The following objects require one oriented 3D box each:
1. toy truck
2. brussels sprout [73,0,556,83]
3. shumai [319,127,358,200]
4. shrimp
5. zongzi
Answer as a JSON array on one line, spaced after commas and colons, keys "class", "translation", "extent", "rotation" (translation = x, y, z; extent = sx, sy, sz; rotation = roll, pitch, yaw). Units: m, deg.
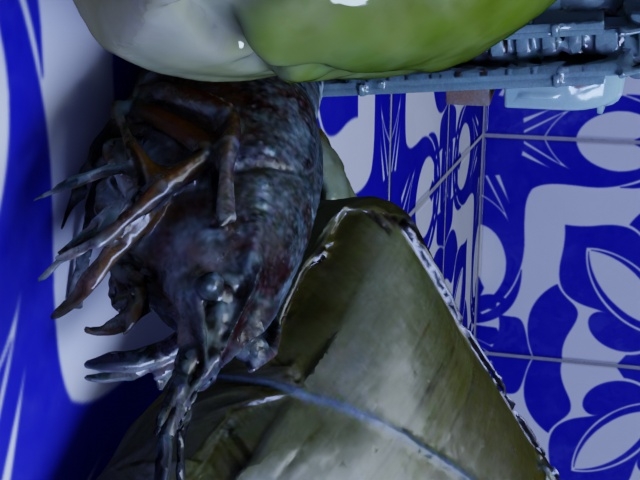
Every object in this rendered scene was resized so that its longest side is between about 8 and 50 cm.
[{"class": "toy truck", "translation": [0.112, -0.166, 0.860], "extent": [0.184, 0.338, 0.133], "rotation": [-64, 154, -54]}, {"class": "brussels sprout", "translation": [0.006, -0.220, 0.551], "extent": [0.354, 0.281, 0.289], "rotation": [-39, 119, -38]}, {"class": "shumai", "translation": [0.000, -0.006, 0.871], "extent": [0.184, 0.142, 0.184], "rotation": [7, 90, -77]}, {"class": "shrimp", "translation": [-0.069, 0.002, 0.619], "extent": [0.172, 0.137, 0.372], "rotation": [85, 16, -45]}, {"class": "zongzi", "translation": [0.006, 0.216, 0.696], "extent": [0.356, 0.174, 0.393], "rotation": [53, 50, -22]}]
